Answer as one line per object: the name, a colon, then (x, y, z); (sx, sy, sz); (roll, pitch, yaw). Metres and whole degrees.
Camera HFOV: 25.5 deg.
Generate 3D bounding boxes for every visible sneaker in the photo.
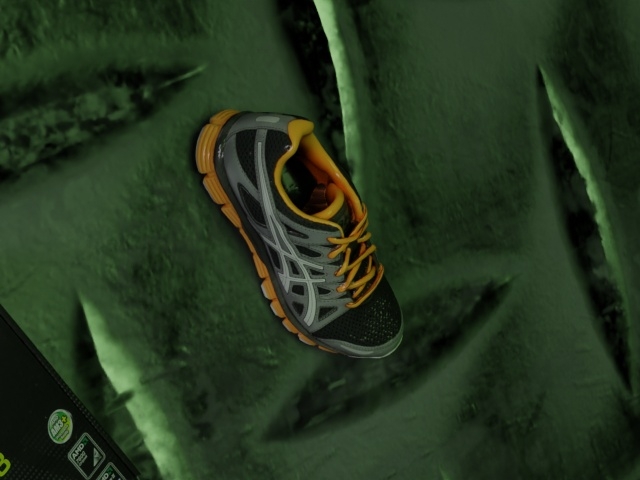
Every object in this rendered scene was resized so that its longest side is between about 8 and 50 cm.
sneaker: (0.000, 0.000, 0.972); (0.215, 0.083, 0.084); (53, 53, -26)

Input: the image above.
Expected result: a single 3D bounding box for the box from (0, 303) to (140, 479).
box: (-0.210, 0.142, 0.780); (0.191, 0.045, 0.184); (-53, 128, -32)
